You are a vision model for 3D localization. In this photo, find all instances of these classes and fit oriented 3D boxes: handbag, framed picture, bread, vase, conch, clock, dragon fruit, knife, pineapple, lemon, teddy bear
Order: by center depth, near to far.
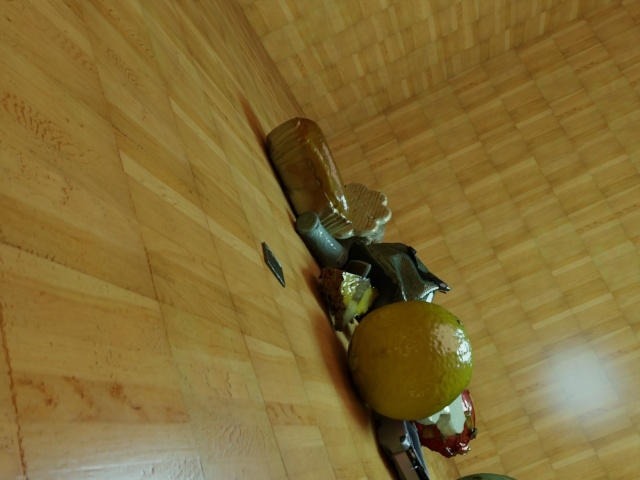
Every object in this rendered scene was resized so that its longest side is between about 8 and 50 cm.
[{"bbox_3d":[-0.099,0.052,1.290,0.066,0.006,0.089,-107,170,-47],"label":"framed picture"},{"bbox_3d":[0.233,0.311,1.574,0.336,0.335,0.336,-24,90,-82],"label":"lemon"},{"bbox_3d":[0.220,0.550,1.650,0.253,0.083,0.187,-95,159,-69],"label":"clock"},{"bbox_3d":[0.049,0.167,1.698,0.249,0.139,0.164,21,85,-58],"label":"pineapple"},{"bbox_3d":[0.000,0.000,1.829,0.219,0.096,0.096,52,15,-49],"label":"vase"},{"bbox_3d":[0.087,0.090,1.847,0.343,0.027,0.061,170,-66,-74],"label":"knife"},{"bbox_3d":[-0.025,-0.193,1.897,0.236,0.183,0.389,-100,164,-71],"label":"bread"},{"bbox_3d":[0.229,0.151,1.908,0.341,0.240,0.248,51,-49,51],"label":"handbag"},{"bbox_3d":[0.264,0.434,1.952,0.327,0.362,0.376,31,54,-36],"label":"teddy bear"},{"bbox_3d":[0.411,0.596,2.143,0.343,0.277,0.277,65,7,5],"label":"dragon fruit"},{"bbox_3d":[0.105,-0.110,2.201,0.316,0.315,0.054,-106,-168,-47],"label":"bread"},{"bbox_3d":[0.134,0.035,2.276,0.352,0.209,0.297,-51,129,-58],"label":"conch"}]

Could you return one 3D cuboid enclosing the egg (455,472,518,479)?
[{"bbox_3d":[0.401,0.729,1.373,0.345,0.344,0.428,-105,171,-50],"label":"egg"}]
